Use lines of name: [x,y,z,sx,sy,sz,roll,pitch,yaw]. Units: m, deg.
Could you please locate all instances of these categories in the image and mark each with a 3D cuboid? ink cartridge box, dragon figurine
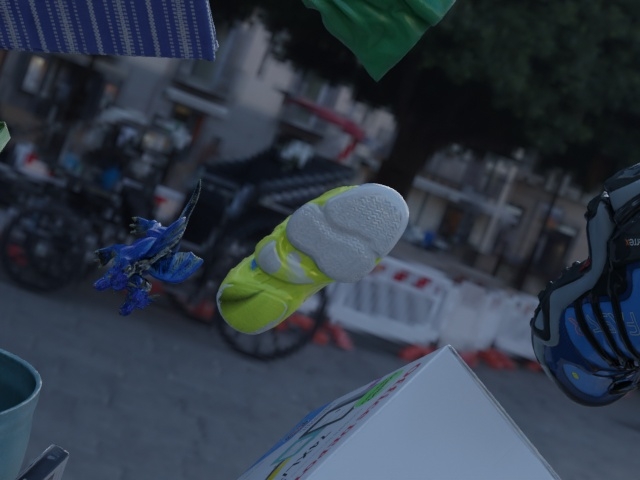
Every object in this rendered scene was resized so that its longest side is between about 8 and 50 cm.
ink cartridge box: [0.045,0.246,1.285,0.197,0.198,0.270,51,-32,-2]
dragon figurine: [-0.230,0.016,2.249,0.144,0.085,0.289,4,32,46]

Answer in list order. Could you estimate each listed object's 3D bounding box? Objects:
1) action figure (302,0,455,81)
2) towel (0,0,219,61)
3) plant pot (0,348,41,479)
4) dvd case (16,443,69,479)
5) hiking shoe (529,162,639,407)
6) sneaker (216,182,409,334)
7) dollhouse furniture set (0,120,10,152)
action figure: [0.014,-0.284,1.597,0.232,0.137,0.063,37,28,-14]
towel: [-0.294,-0.310,1.804,0.336,0.040,0.243,5,-37,10]
plant pot: [-0.427,0.220,1.501,0.293,0.196,0.293,7,12,-2]
dvd case: [-0.372,0.351,1.713,0.029,0.179,0.239,30,33,10]
hiking shoe: [0.242,0.066,1.181,0.304,0.113,0.132,94,-26,-57]
sneaker: [0.000,0.000,1.545,0.091,0.240,0.126,55,30,-7]
dollhouse furniture set: [-0.285,-0.124,1.157,0.076,0.152,0.058,-3,33,19]
